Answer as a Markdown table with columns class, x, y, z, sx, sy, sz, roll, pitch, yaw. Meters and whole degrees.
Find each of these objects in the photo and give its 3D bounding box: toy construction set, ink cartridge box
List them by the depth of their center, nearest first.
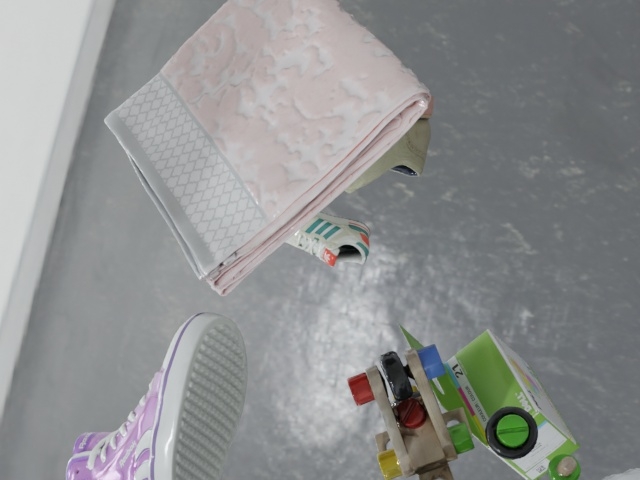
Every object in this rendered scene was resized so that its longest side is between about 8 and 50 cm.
| class | x | y | z | sx | sy | sz | roll | pitch | yaw |
| --- | --- | --- | --- | --- | --- | --- | --- | --- | --- |
| toy construction set | 0.105 | 0.297 | 1.222 | 0.309 | 0.237 | 0.257 | -42 | 72 | -8 |
| ink cartridge box | 0.246 | 0.214 | 1.495 | 0.097 | 0.255 | 0.189 | -40 | 37 | 12 |

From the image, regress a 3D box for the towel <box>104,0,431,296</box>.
| class | x | y | z | sx | sy | sz | roll | pitch | yaw |
| --- | --- | --- | --- | --- | --- | --- | --- | --- | --- |
| towel | -0.077 | -0.148 | 1.166 | 0.317 | 0.053 | 0.332 | -42 | 51 | 6 |

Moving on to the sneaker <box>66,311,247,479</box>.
| class | x | y | z | sx | sy | sz | roll | pitch | yaw |
| --- | --- | --- | --- | --- | --- | --- | --- | --- | --- |
| sneaker | -0.169 | 0.182 | 0.951 | 0.161 | 0.102 | 0.282 | 22 | 106 | 30 |

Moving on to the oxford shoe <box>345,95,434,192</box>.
| class | x | y | z | sx | sy | sz | roll | pitch | yaw |
| --- | --- | --- | --- | --- | --- | --- | --- | --- | --- |
| oxford shoe | 0.017 | -0.137 | 1.496 | 0.140 | 0.397 | 0.147 | 10 | 105 | 55 |

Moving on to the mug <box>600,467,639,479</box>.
| class | x | y | z | sx | sy | sz | roll | pitch | yaw |
| --- | --- | --- | --- | --- | --- | --- | --- | --- | --- |
| mug | 0.340 | 0.423 | 1.020 | 0.328 | 0.276 | 0.374 | -59 | 42 | 41 |

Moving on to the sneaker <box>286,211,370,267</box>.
| class | x | y | z | sx | sy | sz | roll | pitch | yaw |
| --- | --- | --- | --- | --- | --- | --- | --- | --- | --- |
| sneaker | 0.000 | 0.000 | 1.555 | 0.075 | 0.161 | 0.057 | -93 | 17 | -48 |
